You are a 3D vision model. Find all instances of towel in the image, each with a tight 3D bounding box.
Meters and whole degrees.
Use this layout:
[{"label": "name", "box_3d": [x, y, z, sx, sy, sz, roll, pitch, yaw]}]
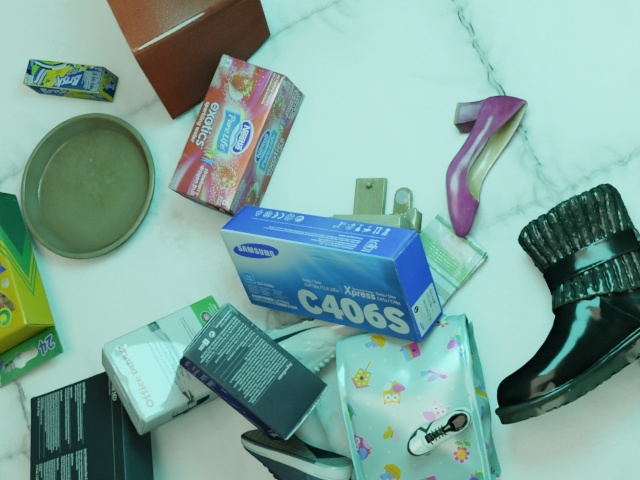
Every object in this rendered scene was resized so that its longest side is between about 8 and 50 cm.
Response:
[{"label": "towel", "box_3d": [0.190, 0.043, 1.648, 0.113, 0.023, 0.152, 43, 96, 21]}]

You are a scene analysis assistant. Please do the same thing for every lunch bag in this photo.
[{"label": "lunch bag", "box_3d": [0.149, 0.257, 1.547, 0.223, 0.160, 0.262, -12, 82, 15]}]

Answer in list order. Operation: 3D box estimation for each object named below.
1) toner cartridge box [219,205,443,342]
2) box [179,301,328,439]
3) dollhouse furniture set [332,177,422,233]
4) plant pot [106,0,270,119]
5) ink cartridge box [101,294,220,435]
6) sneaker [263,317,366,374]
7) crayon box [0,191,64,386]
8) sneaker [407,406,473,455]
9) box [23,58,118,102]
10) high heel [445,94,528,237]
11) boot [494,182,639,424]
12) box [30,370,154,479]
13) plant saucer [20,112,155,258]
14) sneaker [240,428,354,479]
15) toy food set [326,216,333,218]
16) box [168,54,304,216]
[{"label": "toner cartridge box", "box_3d": [0.012, 0.048, 1.564, 0.347, 0.165, 0.075, 9, 42, 38]}, {"label": "box", "box_3d": [-0.108, 0.208, 1.548, 0.207, 0.153, 0.108, 40, 74, 0]}, {"label": "dollhouse furniture set", "box_3d": [0.093, -0.061, 1.615, 0.144, 0.151, 0.123, 1, 78, 25]}, {"label": "plant pot", "box_3d": [-0.238, -0.420, 1.748, 0.235, 0.267, 0.267, -27, 73, -2]}, {"label": "ink cartridge box", "box_3d": [-0.241, 0.208, 1.656, 0.208, 0.087, 0.153, -23, 71, -26]}, {"label": "sneaker", "box_3d": [-0.003, 0.172, 1.656, 0.235, 0.090, 0.095, -19, 89, 15]}, {"label": "crayon box", "box_3d": [-0.613, 0.096, 1.825, 0.203, 0.083, 0.323, -28, 73, 21]}, {"label": "sneaker", "box_3d": [0.171, 0.275, 1.436, 0.109, 0.044, 0.040, -35, 80, 2]}, {"label": "box", "box_3d": [-0.475, -0.304, 1.889, 0.168, 0.059, 0.054, 10, 82, 18]}, {"label": "high heel", "box_3d": [0.274, -0.122, 1.622, 0.117, 0.082, 0.244, -1, 66, 27]}, {"label": "boot", "box_3d": [0.365, 0.098, 1.522, 0.348, 0.131, 0.260, -32, 79, -2]}, {"label": "box", "box_3d": [-0.384, 0.368, 1.669, 0.184, 0.103, 0.261, -22, 52, 14]}, {"label": "plant saucer", "box_3d": [-0.428, -0.100, 1.847, 0.277, 0.041, 0.278, -3, 79, 17]}, {"label": "sneaker", "box_3d": [-0.049, 0.407, 1.614, 0.226, 0.086, 0.163, 15, 105, 41]}, {"label": "toy food set", "box_3d": [0.000, 0.000, 1.711, 0.082, 0.020, 0.083, -7, 78, 15]}, {"label": "box", "box_3d": [-0.144, -0.175, 1.732, 0.128, 0.122, 0.257, 21, 86, 18]}]
